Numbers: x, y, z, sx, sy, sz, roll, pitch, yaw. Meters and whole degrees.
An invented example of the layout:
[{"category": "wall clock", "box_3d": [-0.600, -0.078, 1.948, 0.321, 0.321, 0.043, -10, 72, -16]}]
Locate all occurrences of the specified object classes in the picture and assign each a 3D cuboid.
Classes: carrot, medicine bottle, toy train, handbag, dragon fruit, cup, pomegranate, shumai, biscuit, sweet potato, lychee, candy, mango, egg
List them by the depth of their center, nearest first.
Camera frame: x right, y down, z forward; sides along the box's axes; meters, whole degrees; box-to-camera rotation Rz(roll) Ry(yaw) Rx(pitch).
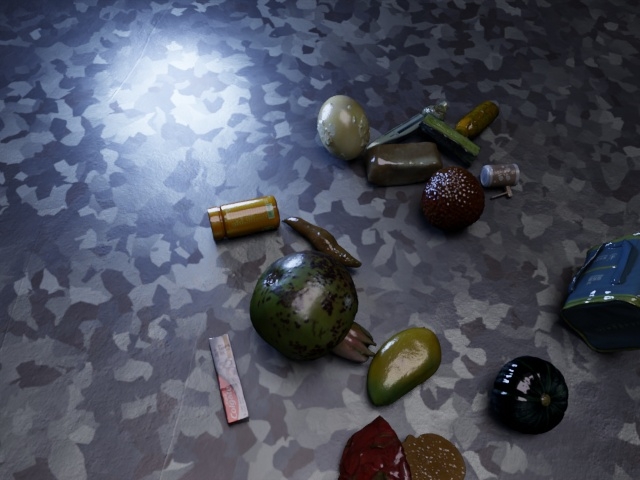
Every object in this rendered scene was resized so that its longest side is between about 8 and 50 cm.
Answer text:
[{"category": "dragon fruit", "box_3d": [0.115, 0.540, 1.181, 0.152, 0.205, 0.317, -10, 62, -10]}, {"category": "biscuit", "box_3d": [0.251, 0.534, 1.281, 0.170, 0.050, 0.170, 6, 46, -6]}, {"category": "pomegranate", "box_3d": [0.000, 0.186, 1.360, 0.341, 0.285, 0.285, 39, 60, -21]}, {"category": "mango", "box_3d": [0.204, 0.310, 1.382, 0.237, 0.091, 0.137, -28, 61, -19]}, {"category": "handbag", "box_3d": [0.796, 0.137, 1.437, 0.222, 0.263, 0.241, 44, 60, -10]}, {"category": "medicine bottle", "box_3d": [-0.216, -0.064, 1.543, 0.192, 0.096, 0.096, -13, 63, -13]}, {"category": "sweet potato", "box_3d": [0.000, 0.000, 1.551, 0.274, 0.067, 0.067, 35, 63, 20]}, {"category": "lychee", "box_3d": [0.384, -0.121, 1.589, 0.194, 0.194, 0.194, 2, 61, -4]}, {"category": "candy", "box_3d": [0.254, -0.237, 1.682, 0.234, 0.102, 0.104, -4, 61, -10]}, {"category": "egg", "box_3d": [0.071, -0.348, 1.692, 0.164, 0.164, 0.201, -15, 87, -13]}, {"category": "cup", "box_3d": [0.558, -0.189, 1.713, 0.099, 0.102, 0.074, -3, 23, -6]}, {"category": "toy train", "box_3d": [0.241, -0.329, 1.743, 0.252, 0.055, 0.048, -34, 78, -29]}, {"category": "carrot", "box_3d": [0.514, -0.393, 1.808, 0.082, 0.082, 0.173, 43, 59, 17]}, {"category": "shumai", "box_3d": [0.388, -0.433, 1.814, 0.082, 0.083, 0.080, 35, 81, -28]}]

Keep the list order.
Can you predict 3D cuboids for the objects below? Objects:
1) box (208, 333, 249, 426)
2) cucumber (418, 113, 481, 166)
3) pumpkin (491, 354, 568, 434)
[{"category": "box", "box_3d": [-0.227, 0.342, 1.350, 0.055, 0.039, 0.218, -12, 63, -13]}, {"category": "cucumber", "box_3d": [0.407, -0.319, 1.750, 0.211, 0.062, 0.078, 34, 45, 4]}, {"category": "pumpkin", "box_3d": [0.514, 0.380, 1.339, 0.194, 0.150, 0.194, -1, 70, 2]}]
